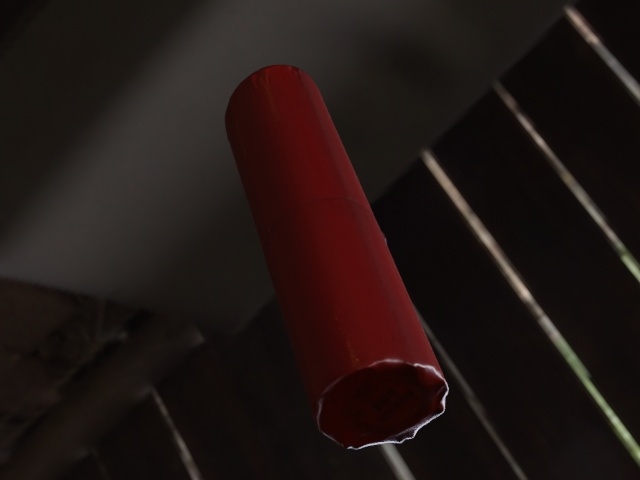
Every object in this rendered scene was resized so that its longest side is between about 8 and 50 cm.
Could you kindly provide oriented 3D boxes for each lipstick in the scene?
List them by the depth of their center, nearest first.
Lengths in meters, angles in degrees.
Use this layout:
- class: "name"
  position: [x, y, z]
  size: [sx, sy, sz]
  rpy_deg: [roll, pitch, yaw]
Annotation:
- class: "lipstick"
  position: [0.000, -0.001, 0.849]
  size: [0.073, 0.280, 0.073]
  rpy_deg: [-8, 130, -10]
